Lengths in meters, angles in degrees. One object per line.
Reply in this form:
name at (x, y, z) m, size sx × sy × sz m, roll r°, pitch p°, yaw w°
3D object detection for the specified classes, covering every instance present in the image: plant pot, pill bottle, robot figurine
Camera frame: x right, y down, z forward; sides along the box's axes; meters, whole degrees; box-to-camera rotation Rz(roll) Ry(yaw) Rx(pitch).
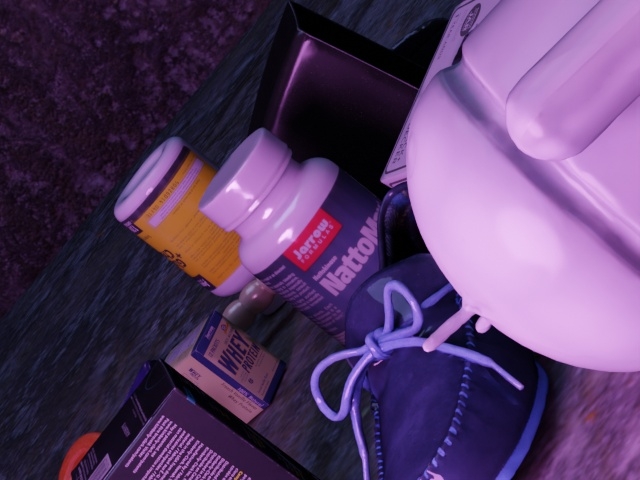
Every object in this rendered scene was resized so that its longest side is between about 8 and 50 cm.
plant pot at (0.021, -0.086, 1.637) m, size 0.167 × 0.188 × 0.187 m, roll -61°, pitch 11°, yaw 11°
pill bottle at (0.000, 0.000, 1.432) m, size 0.108 × 0.180 × 0.108 m, roll -49°, pitch 13°, yaw 15°
robot figurine at (0.183, -0.076, 0.942) m, size 0.353 × 0.200 × 0.300 m, roll -49°, pitch -25°, yaw 14°
pill bottle at (-0.102, -0.010, 1.819) m, size 0.103 × 0.184 × 0.103 m, roll -49°, pitch 12°, yaw 15°

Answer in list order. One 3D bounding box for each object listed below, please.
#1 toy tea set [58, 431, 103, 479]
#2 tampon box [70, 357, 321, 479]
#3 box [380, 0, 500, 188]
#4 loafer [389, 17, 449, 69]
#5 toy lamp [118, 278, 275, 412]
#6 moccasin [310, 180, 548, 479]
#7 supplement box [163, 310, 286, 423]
toy tea set at (-0.198, 0.297, 1.549) m, size 0.336 × 0.124 × 0.200 m, roll -40°, pitch 46°, yaw 32°
tampon box at (-0.069, 0.173, 1.232) m, size 0.101 × 0.161 × 0.120 m, roll -52°, pitch 11°, yaw -2°
box at (0.163, -0.114, 1.328) m, size 0.169 × 0.087 × 0.290 m, roll -67°, pitch 16°, yaw -16°
loafer at (0.080, -0.166, 1.906) m, size 0.170 × 0.062 × 0.061 m, roll -45°, pitch 9°, yaw 21°
toy lamp at (-0.090, 0.084, 1.757) m, size 0.274 × 0.080 × 0.080 m, roll -51°, pitch 12°, yaw 9°
moccasin at (0.058, 0.070, 1.168) m, size 0.137 × 0.117 × 0.342 m, roll -48°, pitch 13°, yaw 18°
supplement box at (-0.092, 0.122, 1.639) m, size 0.083 × 0.083 × 0.056 m, roll -42°, pitch 16°, yaw 39°
